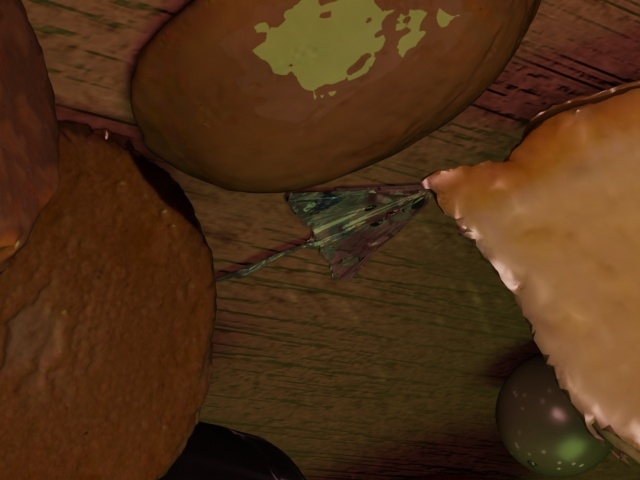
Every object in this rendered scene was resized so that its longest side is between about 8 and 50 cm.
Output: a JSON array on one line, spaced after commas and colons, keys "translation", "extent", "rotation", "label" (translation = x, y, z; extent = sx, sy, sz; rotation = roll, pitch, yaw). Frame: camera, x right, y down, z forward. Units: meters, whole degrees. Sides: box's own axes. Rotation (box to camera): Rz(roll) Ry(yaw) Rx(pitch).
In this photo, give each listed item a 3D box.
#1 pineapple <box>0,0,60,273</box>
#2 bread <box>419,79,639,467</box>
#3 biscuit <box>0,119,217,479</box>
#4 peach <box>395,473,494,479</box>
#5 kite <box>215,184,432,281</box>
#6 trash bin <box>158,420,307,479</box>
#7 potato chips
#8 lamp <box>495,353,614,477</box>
[{"translation": [-0.277, -0.019, 0.732], "extent": [0.340, 0.169, 0.169], "rotation": [-17, 156, 12], "label": "pineapple"}, {"translation": [0.275, -0.022, 1.011], "extent": [0.279, 0.248, 0.315], "rotation": [-37, 160, 32], "label": "bread"}, {"translation": [-0.135, 0.048, 0.932], "extent": [0.042, 0.226, 0.226], "rotation": [14, -179, 41], "label": "biscuit"}, {"translation": [0.087, 0.334, 1.540], "extent": [0.332, 0.308, 0.308], "rotation": [15, 149, -3], "label": "peach"}, {"translation": [0.000, 0.000, 1.126], "extent": [0.157, 0.011, 0.139], "rotation": [-23, 153, 3], "label": "kite"}, {"translation": [-0.167, 0.175, 1.094], "extent": [0.203, 0.252, 0.301], "rotation": [-36, 144, 27], "label": "trash bin"}, {"translation": [0.015, -0.078, 0.921], "extent": [0.208, 0.062, 0.195], "rotation": [-16, 153, -6], "label": "potato chips"}, {"translation": [0.193, 0.094, 1.389], "extent": [0.091, 0.091, 0.163], "rotation": [6, 128, -44], "label": "lamp"}]
